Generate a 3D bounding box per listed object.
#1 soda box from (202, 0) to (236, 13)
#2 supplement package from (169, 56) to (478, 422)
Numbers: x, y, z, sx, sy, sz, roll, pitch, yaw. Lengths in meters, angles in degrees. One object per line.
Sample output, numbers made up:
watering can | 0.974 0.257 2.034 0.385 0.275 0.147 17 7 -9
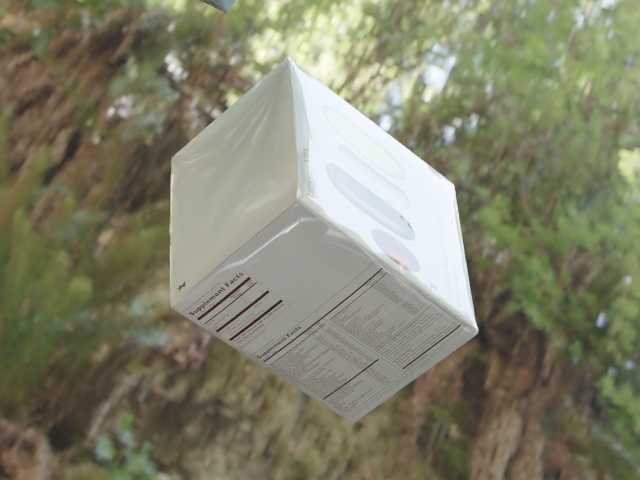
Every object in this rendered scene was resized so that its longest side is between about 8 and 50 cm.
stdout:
soda box | -0.042 -0.332 1.411 0.091 0.286 0.098 31 -10 31
supplement package | 0.000 0.000 1.428 0.203 0.194 0.149 35 -60 -30
